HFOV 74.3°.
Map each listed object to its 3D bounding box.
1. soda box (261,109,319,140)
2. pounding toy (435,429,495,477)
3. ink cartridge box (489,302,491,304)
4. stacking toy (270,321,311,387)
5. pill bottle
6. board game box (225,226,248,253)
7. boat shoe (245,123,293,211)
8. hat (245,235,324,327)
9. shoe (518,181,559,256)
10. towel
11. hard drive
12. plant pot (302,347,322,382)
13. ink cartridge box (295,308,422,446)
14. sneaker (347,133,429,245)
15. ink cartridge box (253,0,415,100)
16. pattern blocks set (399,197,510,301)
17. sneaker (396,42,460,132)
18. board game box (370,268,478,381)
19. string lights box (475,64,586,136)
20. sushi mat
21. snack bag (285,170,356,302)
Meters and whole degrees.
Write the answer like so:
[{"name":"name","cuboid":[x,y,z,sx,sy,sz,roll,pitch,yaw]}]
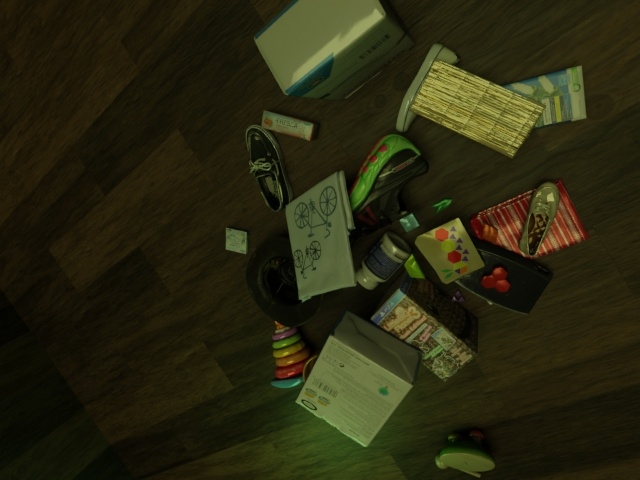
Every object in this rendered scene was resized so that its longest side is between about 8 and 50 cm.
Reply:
[{"name":"soda box","cuboid":[-0.099,-0.380,1.389,0.183,0.063,0.058,19,112,14]},{"name":"pounding toy","cuboid":[0.515,0.745,1.509,0.182,0.110,0.237,9,139,7]},{"name":"ink cartridge box","cuboid":[0.530,0.155,1.338,0.048,0.028,0.083,-41,89,25]},{"name":"stacking toy","cuboid":[-0.128,0.387,1.613,0.175,0.165,0.302,-22,86,38]},{"name":"pill bottle","cuboid":[0.201,0.071,1.391,0.112,0.112,0.187,41,116,5]},{"name":"board game box","cuboid":[-0.320,-0.001,1.619,0.090,0.020,0.090,12,110,17]},{"name":"boat shoe","cuboid":[-0.190,-0.245,1.443,0.113,0.105,0.306,-10,103,23]},{"name":"hat","cuboid":[-0.103,0.143,1.521,0.331,0.134,0.331,1,93,29]},{"name":"shoe","cuboid":[0.618,-0.056,1.187,0.076,0.058,0.219,13,112,13]},{"name":"towel","cuboid":[0.608,-0.036,1.247,0.274,0.031,0.199,-26,97,26]},{"name":"hard drive","cuboid":[0.541,0.114,1.274,0.254,0.054,0.172,25,115,9]},{"name":"plant pot","cuboid":[0.065,0.453,1.524,0.205,0.188,0.205,7,109,20]},{"name":"ink cartridge box","cuboid":[0.097,0.445,1.303,0.270,0.151,0.396,30,122,11]},{"name":"sneaker","cuboid":[0.162,-0.088,1.314,0.202,0.185,0.483,28,126,-5]},{"name":"ink cartridge box","cuboid":[0.058,-0.518,1.103,0.285,0.395,0.166,-30,92,26]},{"name":"pattern blocks set","cuboid":[0.386,0.035,1.252,0.285,0.026,0.325,-19,104,23]},{"name":"sneaker","cuboid":[0.303,-0.421,1.204,0.091,0.094,0.258,32,114,14]},{"name":"board game box","cuboid":[0.334,0.248,1.331,0.291,0.232,0.141,40,115,5]},{"name":"string lights box","cuboid":[0.553,-0.364,1.136,0.259,0.077,0.133,-9,105,23]},{"name":"sushi mat","cuboid":[0.415,-0.353,1.134,0.316,0.019,0.151,28,115,8]},{"name":"snack bag","cuboid":[0.000,0.000,1.294,0.323,0.037,0.343,-25,71,53]}]
